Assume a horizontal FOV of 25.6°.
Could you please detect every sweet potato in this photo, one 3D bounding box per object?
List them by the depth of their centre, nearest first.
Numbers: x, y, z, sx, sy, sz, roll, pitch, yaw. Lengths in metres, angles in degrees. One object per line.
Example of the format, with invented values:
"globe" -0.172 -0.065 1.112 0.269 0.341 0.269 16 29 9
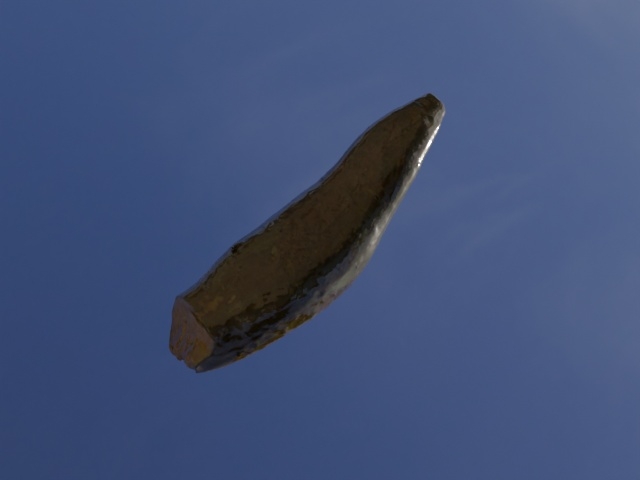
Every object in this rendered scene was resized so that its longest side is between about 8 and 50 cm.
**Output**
"sweet potato" 0.000 0.000 0.914 0.244 0.077 0.077 -40 -122 -4
